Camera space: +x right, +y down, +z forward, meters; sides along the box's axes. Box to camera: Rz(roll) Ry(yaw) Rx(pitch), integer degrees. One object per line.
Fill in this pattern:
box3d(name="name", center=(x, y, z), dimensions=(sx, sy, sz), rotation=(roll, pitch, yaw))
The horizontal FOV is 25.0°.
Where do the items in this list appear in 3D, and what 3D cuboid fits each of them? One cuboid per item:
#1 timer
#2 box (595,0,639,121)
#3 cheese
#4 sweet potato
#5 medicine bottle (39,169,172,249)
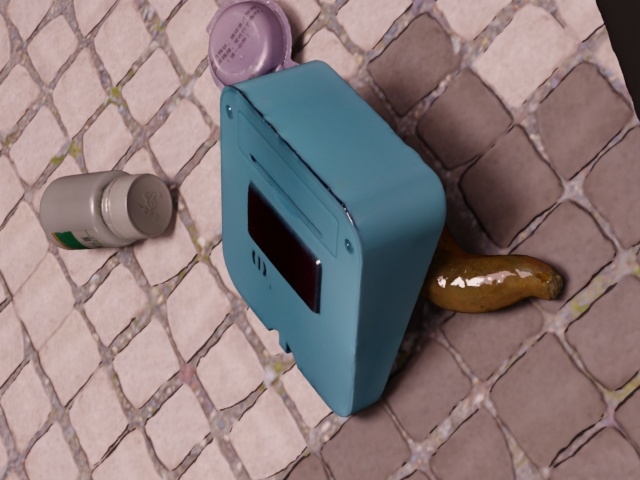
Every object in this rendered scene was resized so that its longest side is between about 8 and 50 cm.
box3d(name="timer", center=(0.000, 0.000, 1.253), dimensions=(0.232, 0.091, 0.250), rotation=(49, 146, 36))
box3d(name="box", center=(0.332, -0.217, 0.995), dimensions=(0.359, 0.091, 0.350), rotation=(-38, 61, 47))
box3d(name="cheese", center=(-0.057, -0.172, 1.410), dimensions=(0.105, 0.042, 0.191), rotation=(-50, 53, 20))
box3d(name="sweet potato", center=(0.098, 0.006, 1.221), dimensions=(0.233, 0.062, 0.081), rotation=(36, 98, 37))
box3d(name="medicine bottle", center=(-0.220, -0.032, 1.485), dimensions=(0.130, 0.080, 0.080), rotation=(-3, 77, 40))
